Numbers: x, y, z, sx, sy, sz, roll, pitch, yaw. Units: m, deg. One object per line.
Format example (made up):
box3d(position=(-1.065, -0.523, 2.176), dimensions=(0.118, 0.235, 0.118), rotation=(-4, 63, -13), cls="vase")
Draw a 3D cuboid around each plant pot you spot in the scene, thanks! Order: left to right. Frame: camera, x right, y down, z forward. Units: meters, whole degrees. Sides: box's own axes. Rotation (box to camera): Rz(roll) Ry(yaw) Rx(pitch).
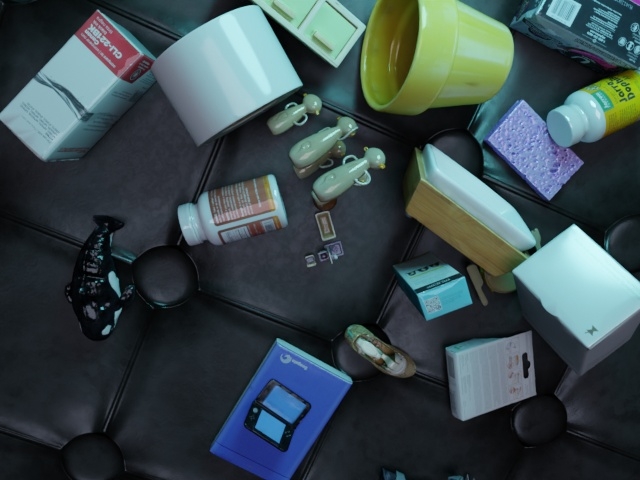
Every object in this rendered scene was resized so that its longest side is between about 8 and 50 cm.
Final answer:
box3d(position=(0.237, -0.371, 1.079), dimensions=(0.239, 0.254, 0.254), rotation=(3, 101, -21), cls="plant pot")

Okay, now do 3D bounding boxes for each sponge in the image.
box3d(position=(0.484, -0.204, 1.224), dimensions=(0.210, 0.031, 0.117), rotation=(41, 95, -11), cls="sponge")

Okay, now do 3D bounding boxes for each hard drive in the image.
box3d(position=(-0.096, 0.420, 1.300), dimensions=(0.210, 0.040, 0.318), rotation=(30, 98, -9), cls="hard drive")

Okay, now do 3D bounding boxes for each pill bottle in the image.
box3d(position=(-0.187, -0.059, 1.158), dimensions=(0.216, 0.121, 0.121), rotation=(-15, 102, -1), cls="pill bottle")
box3d(position=(0.605, -0.283, 1.164), dimensions=(0.208, 0.117, 0.117), rotation=(-25, 102, -4), cls="pill bottle")

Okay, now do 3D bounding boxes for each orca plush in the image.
box3d(position=(-0.484, 0.094, 1.175), dimensions=(0.151, 0.102, 0.287), rotation=(21, 99, -8), cls="orca plush")

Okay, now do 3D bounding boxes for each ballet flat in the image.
box3d(position=(0.145, 0.275, 1.275), dimensions=(0.206, 0.067, 0.073), rotation=(32, 96, -10), cls="ballet flat")

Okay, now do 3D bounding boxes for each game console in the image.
box3d(position=(-0.097, 0.404, 1.241), dimensions=(0.122, 0.107, 0.071), rotation=(37, 125, -9), cls="game console")

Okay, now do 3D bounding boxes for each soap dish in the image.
box3d(position=(0.302, -0.065, 1.149), dimensions=(0.291, 0.229, 0.118), rotation=(35, 113, -10), cls="soap dish")

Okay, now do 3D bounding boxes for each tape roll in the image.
box3d(position=(-0.179, -0.314, 1.046), dimensions=(0.246, 0.246, 0.169), rotation=(-31, 102, 2), cls="tape roll")

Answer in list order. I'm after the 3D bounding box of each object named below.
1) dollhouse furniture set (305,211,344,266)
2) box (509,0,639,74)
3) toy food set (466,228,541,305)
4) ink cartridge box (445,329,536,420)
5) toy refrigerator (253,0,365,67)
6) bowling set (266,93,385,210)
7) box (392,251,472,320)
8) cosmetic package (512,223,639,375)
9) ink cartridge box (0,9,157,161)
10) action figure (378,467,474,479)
box3d(position=(0.000, 0.000, 1.203), dimensions=(0.091, 0.081, 0.114), rotation=(-16, 102, -1), cls="dollhouse furniture set")
box3d(position=(0.556, -0.474, 1.120), dimensions=(0.247, 0.142, 0.163), rotation=(23, 100, -7), cls="box")
box3d(position=(0.439, 0.061, 1.275), dimensions=(0.192, 0.038, 0.132), rotation=(-27, 109, -4), cls="toy food set")
box3d(position=(0.420, 0.324, 1.326), dimensions=(0.225, 0.056, 0.181), rotation=(-13, 102, -21), cls="ink cartridge box")
box3d(position=(-0.049, -0.468, 1.062), dimensions=(0.269, 0.094, 0.102), rotation=(32, 104, -26), cls="toy refrigerator")
box3d(position=(0.024, -0.168, 1.151), dimensions=(0.154, 0.200, 0.287), rotation=(-32, 60, -2), cls="bowling set")
box3d(position=(0.232, 0.090, 1.155), dimensions=(0.101, 0.244, 0.060), rotation=(-20, 102, 0), cls="box")
box3d(position=(0.528, 0.140, 1.111), dimensions=(0.155, 0.365, 0.197), rotation=(-39, 61, 4), cls="cosmetic package")
box3d(position=(-0.454, -0.290, 1.053), dimensions=(0.114, 0.197, 0.273), rotation=(44, 95, -9), cls="ink cartridge box")
box3d(position=(0.278, 0.663, 1.350), dimensions=(0.285, 0.099, 0.185), rotation=(13, 95, -10), cls="action figure")
